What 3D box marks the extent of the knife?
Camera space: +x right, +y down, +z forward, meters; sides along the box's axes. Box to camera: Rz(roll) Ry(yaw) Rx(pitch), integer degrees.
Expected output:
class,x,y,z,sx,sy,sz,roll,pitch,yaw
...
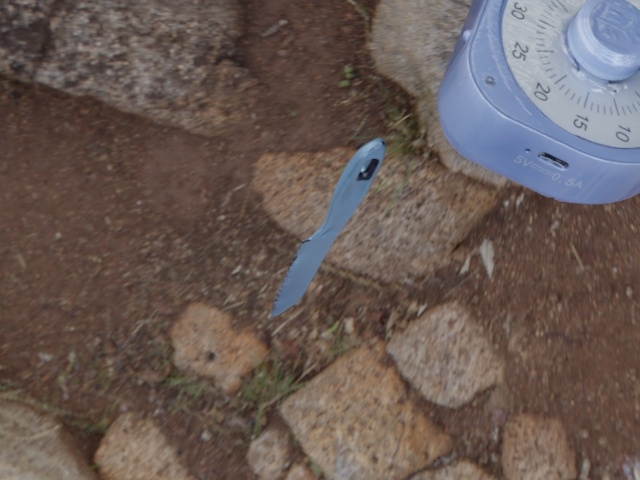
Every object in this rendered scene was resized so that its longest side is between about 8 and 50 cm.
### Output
class,x,y,z,sx,sy,sz,roll,pitch,yaw
knife,0.000,0.000,1.063,0.019,0.044,0.313,61,151,21

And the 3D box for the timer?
class,x,y,z,sx,sy,sz,roll,pitch,yaw
timer,0.370,-0.230,1.525,0.395,0.395,0.173,35,149,3
